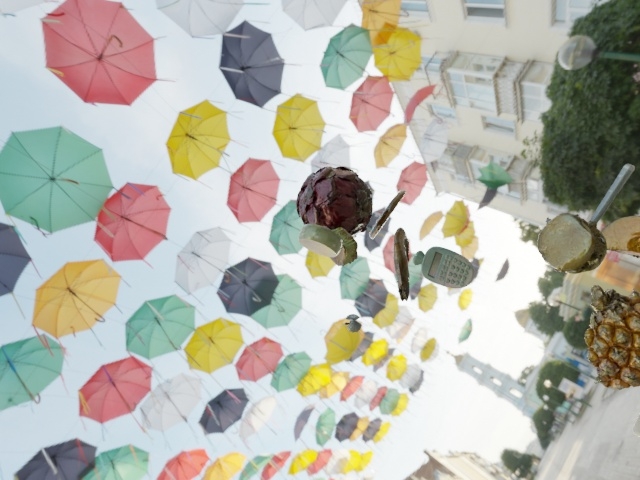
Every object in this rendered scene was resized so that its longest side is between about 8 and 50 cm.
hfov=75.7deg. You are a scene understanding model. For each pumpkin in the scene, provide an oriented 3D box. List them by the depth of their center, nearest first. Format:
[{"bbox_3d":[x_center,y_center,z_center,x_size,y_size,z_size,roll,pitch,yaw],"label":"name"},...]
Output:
[{"bbox_3d":[0.943,0.005,1.146,0.163,0.278,0.111,22,-102,-46],"label":"pumpkin"}]

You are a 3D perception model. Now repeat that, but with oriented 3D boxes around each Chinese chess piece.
[{"bbox_3d":[0.000,0.000,1.319,0.144,0.144,0.059,48,-120,-52],"label":"Chinese chess piece"}]

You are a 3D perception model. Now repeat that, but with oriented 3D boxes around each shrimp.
[{"bbox_3d":[0.340,0.093,1.669,0.169,0.058,0.296,-1,-94,-60],"label":"shrimp"}]

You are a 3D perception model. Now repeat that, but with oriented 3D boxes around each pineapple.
[{"bbox_3d":[0.972,0.261,1.246,0.344,0.209,0.286,-32,-84,-21],"label":"pineapple"}]

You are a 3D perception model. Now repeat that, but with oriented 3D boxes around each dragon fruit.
[{"bbox_3d":[0.057,-0.147,1.659,0.329,0.329,0.330,-29,-47,-37],"label":"dragon fruit"}]

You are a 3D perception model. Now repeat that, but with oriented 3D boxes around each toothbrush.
[{"bbox_3d":[0.789,-0.056,1.180,0.030,0.025,0.343,9,-64,-17],"label":"toothbrush"}]

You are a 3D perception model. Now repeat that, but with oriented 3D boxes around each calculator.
[{"bbox_3d":[0.591,0.126,1.989,0.042,0.295,0.184,-21,-51,-60],"label":"calculator"}]

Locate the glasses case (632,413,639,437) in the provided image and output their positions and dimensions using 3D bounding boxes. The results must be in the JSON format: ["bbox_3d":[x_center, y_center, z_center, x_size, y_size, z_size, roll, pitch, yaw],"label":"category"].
[{"bbox_3d":[0.989,0.514,1.074,0.144,0.076,0.336,-58,-5,-7],"label":"glasses case"}]

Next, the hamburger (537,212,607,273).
[{"bbox_3d":[0.675,0.006,1.119,0.131,0.185,0.159,7,-45,-36],"label":"hamburger"}]

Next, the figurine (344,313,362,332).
[{"bbox_3d":[0.178,0.458,2.268,0.094,0.082,0.086,-7,-75,-5],"label":"figurine"}]

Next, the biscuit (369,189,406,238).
[{"bbox_3d":[0.291,-0.117,1.813,0.262,0.037,0.262,-54,-5,-7],"label":"biscuit"}]

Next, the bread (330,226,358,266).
[{"bbox_3d":[0.077,0.028,1.483,0.069,0.128,0.140,-22,-38,-25],"label":"bread"}]
